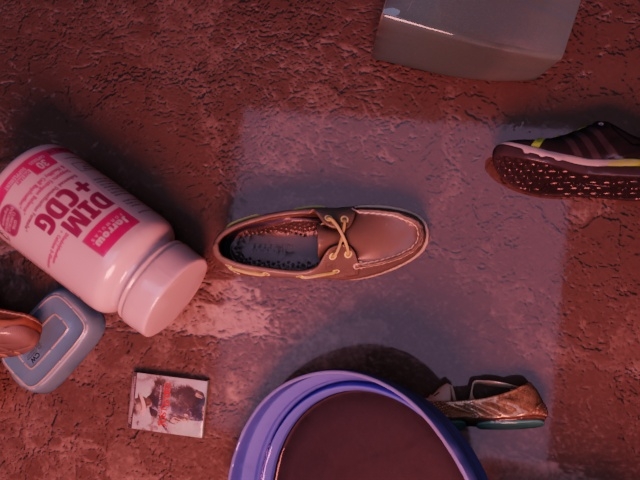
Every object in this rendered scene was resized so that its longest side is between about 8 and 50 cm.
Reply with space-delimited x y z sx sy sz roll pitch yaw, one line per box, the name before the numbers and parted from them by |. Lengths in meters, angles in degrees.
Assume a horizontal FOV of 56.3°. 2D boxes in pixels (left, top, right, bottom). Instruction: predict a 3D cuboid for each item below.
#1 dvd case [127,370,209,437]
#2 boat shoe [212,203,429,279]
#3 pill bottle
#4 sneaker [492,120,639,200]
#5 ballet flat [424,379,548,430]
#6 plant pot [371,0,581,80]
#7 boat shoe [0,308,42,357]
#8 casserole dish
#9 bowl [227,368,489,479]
dvd case | -0.230 0.247 0.902 0.119 0.013 0.087 6 88 10
boat shoe | 0.000 0.005 0.841 0.305 0.091 0.109 -5 86 8
pill bottle | -0.314 0.001 0.854 0.283 0.160 0.160 34 92 8
sneaker | 0.354 -0.115 0.815 0.235 0.084 0.097 10 65 8
ballet flat | 0.200 0.229 0.821 0.206 0.073 0.067 -6 59 6
plant pot | 0.208 -0.308 0.795 0.234 0.165 0.165 19 90 1
boat shoe | -0.564 0.097 0.900 0.324 0.123 0.116 7 61 12
casserole dish | -0.420 0.154 0.925 0.114 0.037 0.188 43 95 9
bowl | 0.042 0.356 0.742 0.391 0.077 0.391 -6 80 37
